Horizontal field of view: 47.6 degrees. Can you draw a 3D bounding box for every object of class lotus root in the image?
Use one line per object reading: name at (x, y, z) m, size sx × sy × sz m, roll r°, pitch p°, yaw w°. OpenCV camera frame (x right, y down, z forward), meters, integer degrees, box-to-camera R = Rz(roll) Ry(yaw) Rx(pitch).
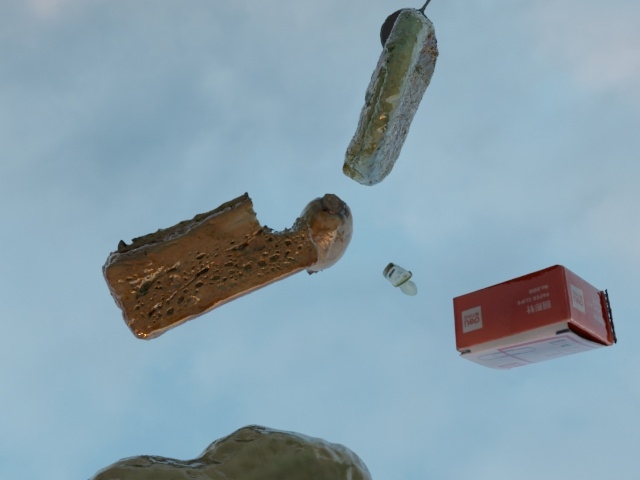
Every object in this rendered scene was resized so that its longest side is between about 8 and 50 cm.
lotus root at (0.000, 0.000, 1.516) m, size 0.125 × 0.221 × 0.118 m, roll 10°, pitch -142°, yaw -8°

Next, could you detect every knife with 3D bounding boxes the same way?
knife at (0.160, 0.076, 1.395) m, size 0.043 × 0.293 × 0.020 m, roll -42°, pitch -110°, yaw 6°

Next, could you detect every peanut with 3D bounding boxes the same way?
peanut at (-0.108, 0.324, 0.886) m, size 0.387 × 0.169 × 0.192 m, roll 1°, pitch -125°, yaw -26°

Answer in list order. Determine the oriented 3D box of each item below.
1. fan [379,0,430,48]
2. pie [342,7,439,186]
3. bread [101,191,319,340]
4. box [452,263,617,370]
fan at (0.152, -0.355, 1.176) m, size 0.085 × 0.005 × 0.133 m, roll 39°, pitch -77°, yaw 15°
pie at (0.101, -0.207, 1.084) m, size 0.078 × 0.277 × 0.277 m, roll 22°, pitch -123°, yaw 12°
bread at (-0.196, 0.032, 1.321) m, size 0.380 × 0.109 × 0.185 m, roll -23°, pitch -82°, yaw -15°
box at (0.297, 0.117, 1.020) m, size 0.182 × 0.133 × 0.099 m, roll -23°, pitch -125°, yaw 38°
